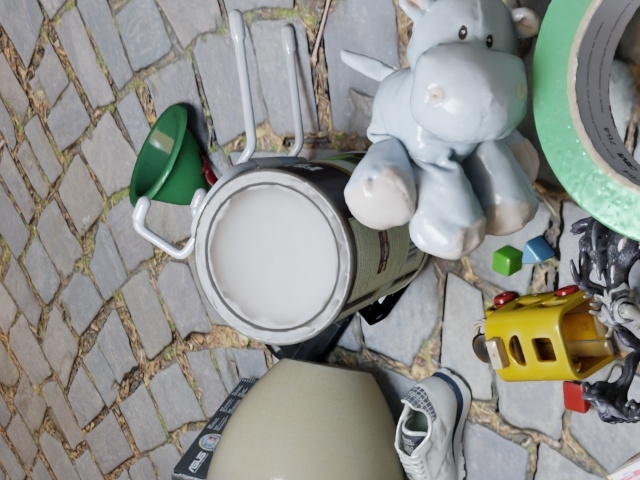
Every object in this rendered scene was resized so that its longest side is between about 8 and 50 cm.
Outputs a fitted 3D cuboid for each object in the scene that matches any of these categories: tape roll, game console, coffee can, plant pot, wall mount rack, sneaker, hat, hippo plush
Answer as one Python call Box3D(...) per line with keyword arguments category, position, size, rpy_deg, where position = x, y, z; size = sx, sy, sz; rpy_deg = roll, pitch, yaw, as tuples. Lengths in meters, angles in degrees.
Box3D(category="tape roll", position=(0.352, -0.152, 1.049), size=(0.321, 0.077, 0.321), rpy_deg=(2, 93, 40))
Box3D(category="game console", position=(-0.002, 0.067, 1.659), size=(0.213, 0.044, 0.361), rpy_deg=(51, 137, 19))
Box3D(category="coffee can", position=(0.000, 0.000, 1.394), size=(0.201, 0.275, 0.202), rpy_deg=(4, 100, 24))
Box3D(category="plant pot", position=(-0.006, 0.271, 1.623), size=(0.284, 0.284, 0.191), rpy_deg=(4, 82, 48))
Box3D(category="wall mount rack", position=(-0.103, -0.129, 1.481), size=(0.130, 0.350, 0.304), rpy_deg=(34, 103, 10))
Box3D(category="sneaker", position=(0.142, 0.289, 1.564), size=(0.090, 0.094, 0.235), rpy_deg=(22, 125, 39))
Box3D(category="hat", position=(-0.186, -0.091, 1.807), size=(0.173, 0.183, 0.209), rpy_deg=(-38, 37, 43))
Box3D(category="hippo plush", position=(0.164, -0.150, 1.222), size=(0.236, 0.234, 0.294), rpy_deg=(119, 159, -50))

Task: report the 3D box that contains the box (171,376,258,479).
Box3D(category="box", position=(-0.149, 0.380, 1.805), size=(0.060, 0.270, 0.216), rpy_deg=(9, 119, 17))

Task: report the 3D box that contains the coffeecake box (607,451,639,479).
Box3D(category="coffeecake box", position=(0.433, 0.305, 1.261), size=(0.185, 0.068, 0.142), rpy_deg=(57, 140, 11))

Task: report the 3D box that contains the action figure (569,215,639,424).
Box3D(category="action figure", position=(0.342, 0.054, 1.194), size=(0.164, 0.140, 0.276), rpy_deg=(-17, 69, 59))

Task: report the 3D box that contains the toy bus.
Box3D(category="toy bus", position=(0.244, 0.119, 1.356), size=(0.191, 0.104, 0.202), rpy_deg=(41, 134, 29))
